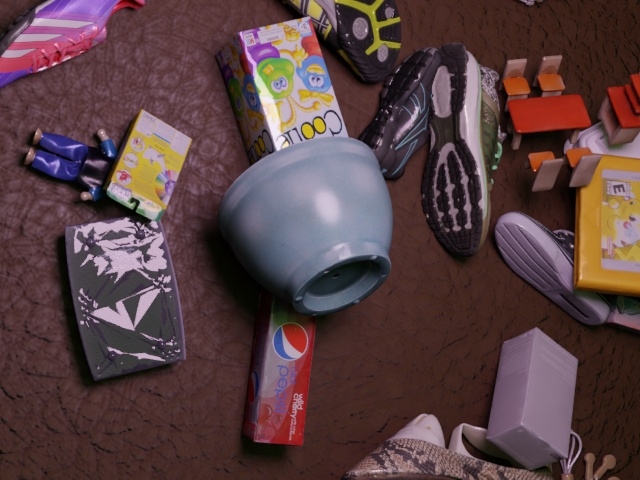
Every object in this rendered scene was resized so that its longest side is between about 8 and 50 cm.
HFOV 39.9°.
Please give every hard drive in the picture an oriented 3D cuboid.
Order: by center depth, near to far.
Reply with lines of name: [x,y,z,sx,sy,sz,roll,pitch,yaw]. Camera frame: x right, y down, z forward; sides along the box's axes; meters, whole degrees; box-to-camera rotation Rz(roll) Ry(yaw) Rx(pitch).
hard drive: [-0.326,0.090,1.465,0.172,0.054,0.254,-11,89,-23]

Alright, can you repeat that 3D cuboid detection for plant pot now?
plant pot: [0.000,0.000,1.452,0.293,0.293,0.196,-12,59,-24]

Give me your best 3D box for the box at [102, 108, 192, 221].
box: [-0.290,-0.119,1.472,0.105,0.043,0.179,31,52,-23]

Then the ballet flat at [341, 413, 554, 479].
ballet flat: [0.246,0.425,1.643,0.483,0.164,0.182,20,56,-25]

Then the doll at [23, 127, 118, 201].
doll: [-0.386,-0.128,1.463,0.189,0.046,0.129,22,70,-20]

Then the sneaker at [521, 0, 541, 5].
sneaker: [0.426,-0.537,1.826,0.229,0.087,0.092,-14,93,-22]

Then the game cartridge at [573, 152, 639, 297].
game cartridge: [0.662,-0.025,1.723,0.324,0.052,0.285,5,71,4]

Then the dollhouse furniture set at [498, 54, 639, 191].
dollhouse furniture set: [0.496,-0.251,1.716,0.259,0.135,0.262,-6,59,-6]

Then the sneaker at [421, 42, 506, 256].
sneaker: [0.309,-0.173,1.722,0.182,0.158,0.410,-1,90,-37]

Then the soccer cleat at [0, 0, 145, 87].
soccer cleat: [-0.422,-0.340,1.439,0.116,0.108,0.318,46,68,-17]

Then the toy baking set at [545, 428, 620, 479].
toy baking set: [0.515,0.499,1.804,0.256,0.030,0.196,34,70,-17]

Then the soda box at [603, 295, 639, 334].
soda box: [0.684,0.167,1.887,0.183,0.058,0.063,16,79,-22]

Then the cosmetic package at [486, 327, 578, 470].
cosmetic package: [0.407,0.300,1.684,0.127,0.107,0.238,39,48,-15]

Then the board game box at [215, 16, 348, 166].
board game box: [-0.061,-0.230,1.559,0.144,0.142,0.275,-19,93,-23]

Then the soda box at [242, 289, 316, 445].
soda box: [-0.070,0.221,1.546,0.092,0.083,0.263,10,82,-21]

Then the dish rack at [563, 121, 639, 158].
dish rack: [0.707,-0.140,1.850,0.285,0.072,0.333,-26,72,-24]

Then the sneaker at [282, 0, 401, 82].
sneaker: [0.015,-0.453,1.623,0.145,0.147,0.384,-51,123,-22]

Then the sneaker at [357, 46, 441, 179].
sneaker: [0.163,-0.242,1.686,0.106,0.101,0.267,30,89,-29]

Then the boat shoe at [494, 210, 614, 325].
boat shoe: [0.479,0.036,1.794,0.335,0.121,0.119,43,62,-25]
